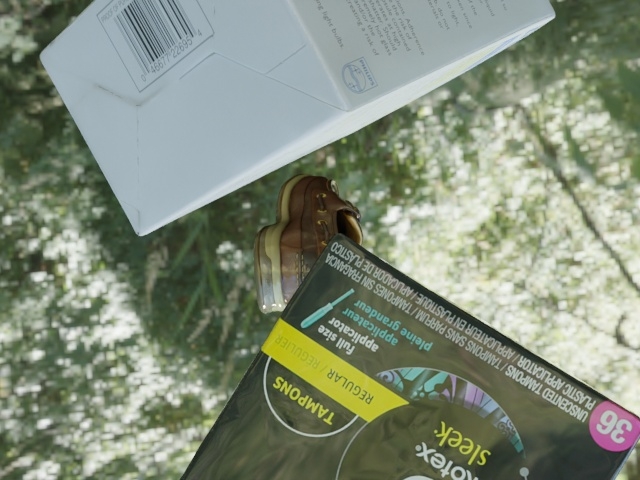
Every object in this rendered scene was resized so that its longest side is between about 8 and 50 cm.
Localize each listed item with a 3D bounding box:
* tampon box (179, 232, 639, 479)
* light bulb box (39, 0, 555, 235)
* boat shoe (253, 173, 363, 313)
[{"bbox_3d":[0.020,0.099,0.388,0.120,0.161,0.101,31,180,13],"label":"tampon box"},{"bbox_3d":[-0.022,-0.211,1.103,0.358,0.225,0.361,-25,-175,46],"label":"light bulb box"},{"bbox_3d":[0.000,0.000,0.719,0.060,0.064,0.178,-2,-161,9],"label":"boat shoe"}]
